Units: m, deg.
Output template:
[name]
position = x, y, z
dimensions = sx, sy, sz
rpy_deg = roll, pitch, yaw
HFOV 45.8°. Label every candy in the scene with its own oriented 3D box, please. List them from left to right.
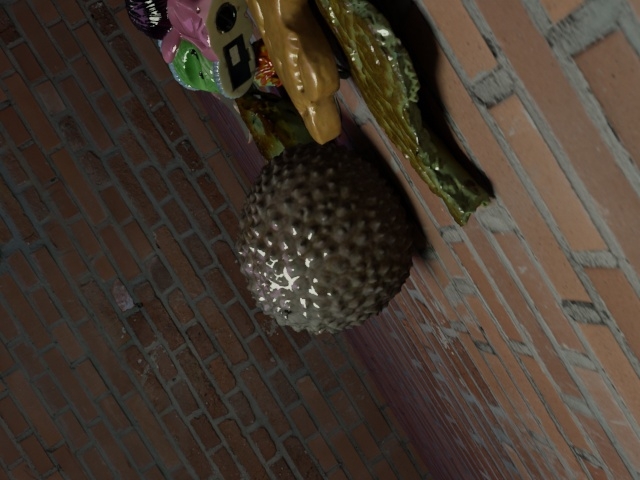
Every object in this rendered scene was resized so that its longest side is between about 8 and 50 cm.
[candy]
position = -0.035, -0.260, 1.139
dimensions = 0.287, 0.084, 0.078
rpy_deg = 32, 149, 58

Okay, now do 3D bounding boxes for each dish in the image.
[dish]
position = -0.202, -0.353, 1.799
dimensions = 0.212, 0.077, 0.151
rpy_deg = 54, 170, 29

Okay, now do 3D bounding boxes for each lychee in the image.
[lychee]
position = -0.002, -0.003, 1.172
dimensions = 0.300, 0.300, 0.300
rpy_deg = 57, 173, 11

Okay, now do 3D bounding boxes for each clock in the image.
[clock]
position = -0.203, -0.323, 1.168
dimensions = 0.195, 0.100, 0.194
rpy_deg = 26, 144, 28

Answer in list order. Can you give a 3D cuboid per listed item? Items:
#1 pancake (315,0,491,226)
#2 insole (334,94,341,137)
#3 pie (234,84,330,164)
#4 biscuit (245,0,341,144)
[pancake]
position = 0.072, -0.184, 0.791
dimensions = 0.376, 0.054, 0.197
rpy_deg = 58, 179, -13
[insole]
position = 0.019, -0.207, 1.223
dimensions = 0.053, 0.002, 0.153
rpy_deg = 56, 172, 13
[pie]
position = -0.047, -0.161, 1.471
dimensions = 0.355, 0.103, 0.288
rpy_deg = 58, 174, -34
[biscuit]
position = -0.061, -0.297, 0.969
dimensions = 0.275, 0.052, 0.355
rpy_deg = 87, 160, -72
